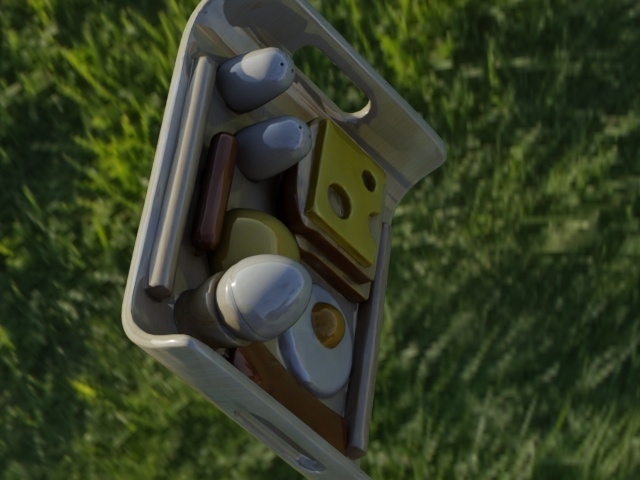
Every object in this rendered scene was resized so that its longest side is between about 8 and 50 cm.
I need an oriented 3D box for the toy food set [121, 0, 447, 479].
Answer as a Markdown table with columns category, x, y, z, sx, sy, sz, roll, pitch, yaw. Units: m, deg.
| category | x | y | z | sx | sy | sz | roll | pitch | yaw |
| --- | --- | --- | --- | --- | --- | --- | --- | --- | --- |
| toy food set | 0.000 | 0.000 | 1.179 | 0.092 | 0.220 | 0.306 | -21 | 44 | 33 |
